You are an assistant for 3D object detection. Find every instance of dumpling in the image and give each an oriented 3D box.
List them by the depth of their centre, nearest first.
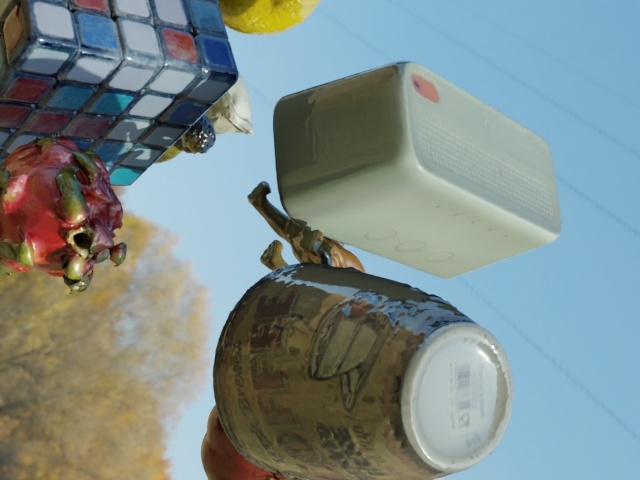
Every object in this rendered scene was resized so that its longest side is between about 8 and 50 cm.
[{"bbox_3d":[-0.185,-0.264,2.006,0.199,0.118,0.136,47,-7,35],"label":"dumpling"}]

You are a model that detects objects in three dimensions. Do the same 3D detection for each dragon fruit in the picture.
[{"bbox_3d":[-0.286,-0.022,1.177,0.172,0.160,0.167,35,-77,60],"label":"dragon fruit"}]

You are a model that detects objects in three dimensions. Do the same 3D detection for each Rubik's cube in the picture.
[{"bbox_3d":[-0.317,-0.261,1.382,0.287,0.291,0.293,-37,-120,40],"label":"Rubik's cube"}]

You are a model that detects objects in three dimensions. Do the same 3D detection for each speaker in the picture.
[{"bbox_3d":[0.137,-0.084,1.397,0.184,0.406,0.183,-16,-112,35],"label":"speaker"}]

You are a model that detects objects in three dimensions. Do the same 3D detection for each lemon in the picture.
[{"bbox_3d":[-0.111,-0.456,1.811,0.263,0.235,0.236,63,-21,14],"label":"lemon"}]

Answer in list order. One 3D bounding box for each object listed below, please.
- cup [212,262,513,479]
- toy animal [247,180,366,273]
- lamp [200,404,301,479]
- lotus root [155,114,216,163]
[{"bbox_3d":[0.054,0.179,1.089,0.257,0.227,0.301,5,-76,56],"label":"cup"},{"bbox_3d":[0.000,0.000,1.401,0.157,0.097,0.312,34,18,-28],"label":"toy animal"},{"bbox_3d":[-0.044,0.268,1.439,0.227,0.226,0.227,52,-27,41],"label":"lamp"},{"bbox_3d":[-0.293,-0.215,1.707,0.309,0.173,0.173,33,-32,13],"label":"lotus root"}]
